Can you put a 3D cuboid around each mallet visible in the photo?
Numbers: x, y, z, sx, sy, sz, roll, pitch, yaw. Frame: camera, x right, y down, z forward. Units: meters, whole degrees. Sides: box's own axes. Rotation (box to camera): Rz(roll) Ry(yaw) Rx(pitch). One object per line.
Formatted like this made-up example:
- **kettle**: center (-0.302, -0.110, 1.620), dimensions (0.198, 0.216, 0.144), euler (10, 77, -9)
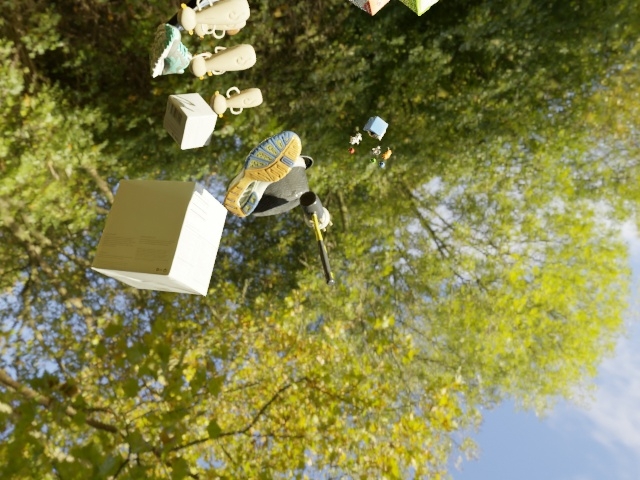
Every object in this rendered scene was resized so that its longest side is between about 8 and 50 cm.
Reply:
- **mallet**: center (0.000, 0.000, 1.013), dimensions (0.039, 0.062, 0.189), euler (-17, -112, 6)

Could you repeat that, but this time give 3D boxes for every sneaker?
- **sneaker**: center (-0.293, -0.378, 1.077), dimensions (0.076, 0.064, 0.166), euler (-4, 177, -27)
- **sneaker**: center (-0.164, -0.202, 1.471), dimensions (0.296, 0.112, 0.131), euler (-42, -157, 27)

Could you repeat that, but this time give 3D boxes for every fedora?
- **fedora**: center (-0.165, -0.184, 1.952), dimensions (0.334, 0.152, 0.334), euler (-22, 172, -3)

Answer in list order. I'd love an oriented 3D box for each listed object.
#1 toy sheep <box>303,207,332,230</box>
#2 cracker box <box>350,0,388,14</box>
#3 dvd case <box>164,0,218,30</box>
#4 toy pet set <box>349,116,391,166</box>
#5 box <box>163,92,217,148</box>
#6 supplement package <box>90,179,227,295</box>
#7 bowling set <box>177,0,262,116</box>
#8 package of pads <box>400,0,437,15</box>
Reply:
- **toy sheep**: center (-0.010, -0.077, 1.838), dimensions (0.091, 0.091, 0.132), euler (7, -179, 25)
- **cracker box**: center (0.063, -0.696, 1.371), dimensions (0.067, 0.155, 0.232), euler (-44, -117, -5)
- **dvd case**: center (-0.240, -0.576, 1.265), dimensions (0.253, 0.022, 0.180), euler (-25, -166, 32)
- **toy pet set**: center (0.150, -0.293, 1.560), dimensions (0.122, 0.065, 0.114), euler (28, -96, 22)
- **box**: center (-0.337, -0.308, 1.388), dimensions (0.087, 0.102, 0.101), euler (-19, -123, -40)
- **supplement package**: center (-0.336, -0.006, 1.150), dimensions (0.194, 0.149, 0.203), euler (4, -110, 20)
- **bowling set**: center (-0.246, -0.456, 1.279), dimensions (0.154, 0.286, 0.199), euler (-14, -136, -10)
- **package of pads**: center (0.238, -0.803, 1.498), dimensions (0.101, 0.296, 0.229), euler (-39, -113, -7)
